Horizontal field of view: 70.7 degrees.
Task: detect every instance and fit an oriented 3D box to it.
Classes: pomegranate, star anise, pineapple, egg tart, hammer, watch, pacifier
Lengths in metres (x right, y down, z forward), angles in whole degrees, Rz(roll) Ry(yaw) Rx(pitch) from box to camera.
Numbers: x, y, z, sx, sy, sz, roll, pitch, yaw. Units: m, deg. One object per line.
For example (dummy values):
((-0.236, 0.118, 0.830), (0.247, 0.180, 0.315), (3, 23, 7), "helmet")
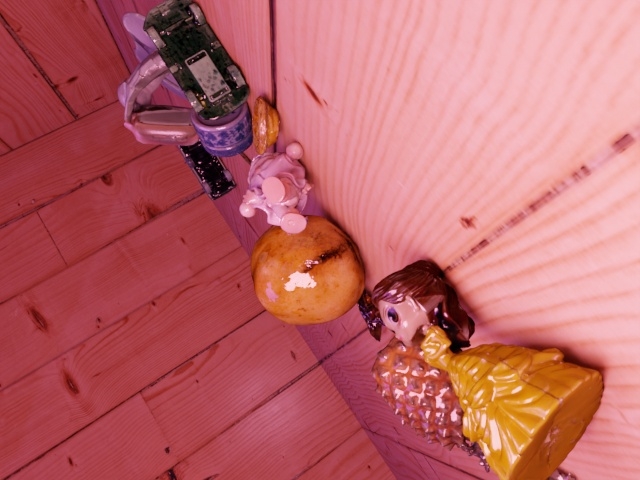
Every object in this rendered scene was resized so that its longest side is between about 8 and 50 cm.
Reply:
((-0.027, 0.066, 1.006), (0.260, 0.260, 0.260), (52, 165, 21), "pomegranate")
((0.115, 0.160, 1.100), (0.212, 0.054, 0.157), (63, 166, -12), "star anise")
((0.252, 0.309, 0.779), (0.361, 0.175, 0.175), (40, 159, 26), "pineapple")
((-0.120, -0.252, 0.985), (0.129, 0.050, 0.128), (176, 90, -73), "egg tart")
((-0.242, -0.265, 1.474), (0.182, 0.017, 0.062), (46, 162, 43), "hammer")
((-0.393, -0.393, 1.205), (0.161, 0.254, 0.241), (-111, 25, -47), "watch")
((-0.476, -0.482, 1.325), (0.288, 0.269, 0.343), (32, 168, 0), "pacifier")

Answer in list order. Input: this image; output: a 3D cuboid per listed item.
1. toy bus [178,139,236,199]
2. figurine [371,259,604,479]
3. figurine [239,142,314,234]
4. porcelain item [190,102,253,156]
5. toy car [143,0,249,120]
((-0.498, -0.314, 1.983), (0.276, 0.134, 0.165), (59, 166, -3), "toy bus")
((0.182, 0.151, 0.613), (0.187, 0.168, 0.315), (34, -176, -43), "figurine")
((-0.088, -0.111, 0.971), (0.133, 0.200, 0.276), (35, -166, -24), "figurine")
((-0.247, -0.296, 1.160), (0.147, 0.147, 0.114), (50, 164, 29), "porcelain item")
((-0.289, -0.418, 1.073), (0.305, 0.136, 0.125), (56, 175, 5), "toy car")
